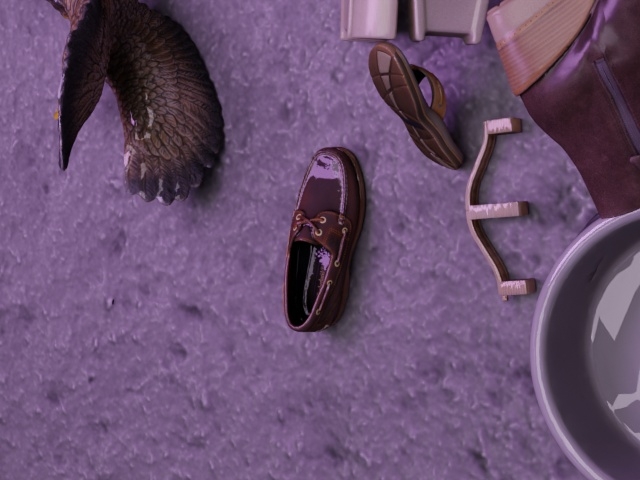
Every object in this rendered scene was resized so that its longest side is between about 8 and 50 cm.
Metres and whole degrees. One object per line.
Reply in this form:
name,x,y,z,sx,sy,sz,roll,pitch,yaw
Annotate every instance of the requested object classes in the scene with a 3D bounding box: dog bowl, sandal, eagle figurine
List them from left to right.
eagle figurine,-0.245,-0.203,1.536,0.298,0.226,0.225,54,155,34
sandal,0.104,-0.143,1.374,0.049,0.180,0.072,-47,40,-10
dog bowl,0.355,0.106,1.261,0.348,0.102,0.349,3,96,30

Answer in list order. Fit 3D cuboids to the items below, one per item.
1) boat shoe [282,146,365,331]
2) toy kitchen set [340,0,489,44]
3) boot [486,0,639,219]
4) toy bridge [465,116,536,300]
boat shoe,0.000,0.000,1.481,0.073,0.073,0.207,7,96,31
toy kitchen set,0.132,-0.263,1.390,0.207,0.166,0.122,3,97,-6
boot,0.276,-0.153,1.075,0.248,0.090,0.207,-31,95,30
toy bridge,0.183,-0.031,1.396,0.063,0.026,0.188,-4,92,33
